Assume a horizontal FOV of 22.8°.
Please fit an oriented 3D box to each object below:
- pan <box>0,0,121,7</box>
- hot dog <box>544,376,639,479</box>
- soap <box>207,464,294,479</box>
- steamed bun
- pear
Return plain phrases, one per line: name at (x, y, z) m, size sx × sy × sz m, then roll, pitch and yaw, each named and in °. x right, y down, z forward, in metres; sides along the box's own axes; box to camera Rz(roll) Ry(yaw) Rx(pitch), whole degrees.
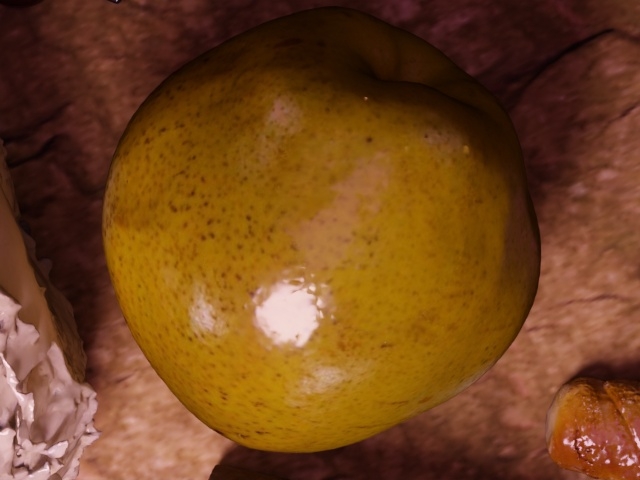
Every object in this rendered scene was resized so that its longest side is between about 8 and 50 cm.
pan at (-0.199, -0.196, 1.150) m, size 0.115 × 0.023 × 0.068 m, roll 19°, pitch 93°, yaw 0°
hot dog at (0.307, 0.149, 1.145) m, size 0.286 × 0.061 × 0.087 m, roll 4°, pitch 83°, yaw 0°
soap at (0.025, 0.225, 1.116) m, size 0.232 × 0.140 × 0.073 m, roll 13°, pitch 91°, yaw 1°
steamed bun at (-0.308, 0.092, 1.017) m, size 0.312 × 0.233 × 0.334 m, roll -25°, pitch 128°, yaw -1°
pear at (0.000, 0.000, 1.041) m, size 0.294 × 0.294 × 0.294 m, roll 0°, pitch 94°, yaw 2°
